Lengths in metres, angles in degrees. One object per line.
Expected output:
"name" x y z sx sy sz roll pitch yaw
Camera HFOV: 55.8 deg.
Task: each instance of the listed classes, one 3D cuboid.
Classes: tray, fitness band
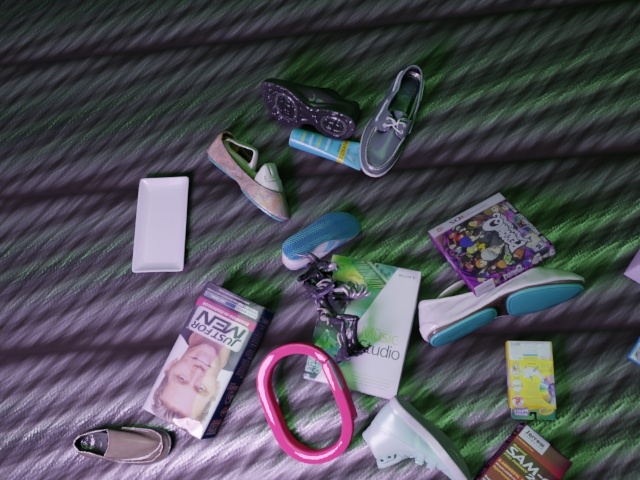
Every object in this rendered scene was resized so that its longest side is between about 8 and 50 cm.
"tray" -0.434 -0.043 1.664 0.145 0.030 0.270 -2 75 9
"fitness band" -0.034 0.384 1.441 0.209 0.054 0.290 -23 85 16

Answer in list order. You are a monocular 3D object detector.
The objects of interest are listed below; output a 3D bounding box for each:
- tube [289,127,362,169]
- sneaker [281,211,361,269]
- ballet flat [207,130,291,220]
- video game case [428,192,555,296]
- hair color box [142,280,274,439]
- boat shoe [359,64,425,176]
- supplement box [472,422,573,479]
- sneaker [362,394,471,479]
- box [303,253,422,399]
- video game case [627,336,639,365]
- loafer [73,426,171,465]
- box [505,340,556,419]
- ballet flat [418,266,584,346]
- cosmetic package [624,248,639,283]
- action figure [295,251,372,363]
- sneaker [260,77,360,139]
"tube" 0.020 -0.254 1.646 0.207 0.052 0.080 17 81 7
"sneaker" 0.000 0.000 1.561 0.229 0.092 0.087 -24 70 -19
"ballet flat" -0.181 -0.182 1.613 0.316 0.108 0.106 41 115 15
"video game case" 0.406 0.004 1.460 0.210 0.041 0.232 -29 42 0
"hair color box" -0.274 0.296 1.509 0.174 0.105 0.347 23 80 14
"boat shoe" 0.191 -0.322 1.601 0.116 0.099 0.319 25 80 3
"supplement box" 0.431 0.542 1.352 0.130 0.073 0.239 40 83 17
"sneaker" 0.217 0.495 1.397 0.256 0.094 0.151 44 102 7
"box" 0.108 0.210 1.498 0.233 0.058 0.321 11 76 12
"video game case" 0.812 0.238 1.406 0.119 0.015 0.166 34 83 16
"loafer" -0.495 0.510 1.493 0.252 0.087 0.094 -4 75 8
"box" 0.492 0.327 1.417 0.105 0.043 0.179 0 73 8
"ballet flat" 0.419 0.127 1.448 0.401 0.139 0.139 -21 73 4
"cosmetic package" 0.874 0.038 1.386 0.224 0.138 0.224 34 81 15
"action figure" 0.044 0.137 1.422 0.141 0.164 0.275 -25 81 23
"sneaker" -0.026 -0.372 1.648 0.287 0.109 0.130 25 48 4
